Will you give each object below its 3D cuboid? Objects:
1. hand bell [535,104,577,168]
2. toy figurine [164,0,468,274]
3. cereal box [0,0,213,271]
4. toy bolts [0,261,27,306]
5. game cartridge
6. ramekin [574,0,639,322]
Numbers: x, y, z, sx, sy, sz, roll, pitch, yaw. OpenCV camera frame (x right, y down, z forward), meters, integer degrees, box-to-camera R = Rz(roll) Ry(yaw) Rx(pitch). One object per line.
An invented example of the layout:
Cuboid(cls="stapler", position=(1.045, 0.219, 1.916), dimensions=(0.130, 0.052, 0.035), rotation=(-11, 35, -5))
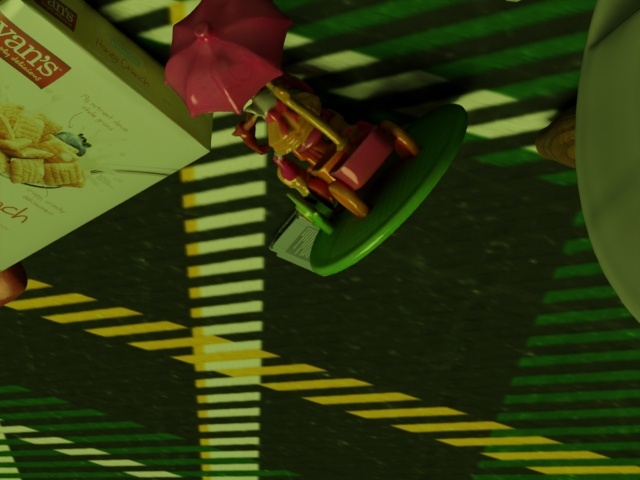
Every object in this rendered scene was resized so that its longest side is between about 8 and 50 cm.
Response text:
Cuboid(cls="hand bell", position=(0.189, -0.063, 0.904), dimensions=(0.126, 0.126, 0.242), rotation=(30, 166, -21))
Cuboid(cls="toy figurine", position=(-0.021, -0.081, 1.011), dimensions=(0.159, 0.130, 0.173), rotation=(41, 174, -14))
Cuboid(cls="cereal box", position=(-0.213, -0.067, 1.118), dimensions=(0.240, 0.047, 0.173), rotation=(-28, 132, 31))
Cuboid(cls="toy bolts", position=(-0.341, 0.005, 1.293), dimensions=(0.228, 0.218, 0.158), rotation=(-20, 133, 29))
Cuboid(cls="game cartridge", position=(0.000, 0.000, 1.231), dimensions=(0.056, 0.017, 0.083), rotation=(27, 154, -9))
Cuboid(cls="ramekin", position=(0.226, -0.072, 0.650), dimensions=(0.127, 0.273, 0.273), rotation=(16, 158, -25))
